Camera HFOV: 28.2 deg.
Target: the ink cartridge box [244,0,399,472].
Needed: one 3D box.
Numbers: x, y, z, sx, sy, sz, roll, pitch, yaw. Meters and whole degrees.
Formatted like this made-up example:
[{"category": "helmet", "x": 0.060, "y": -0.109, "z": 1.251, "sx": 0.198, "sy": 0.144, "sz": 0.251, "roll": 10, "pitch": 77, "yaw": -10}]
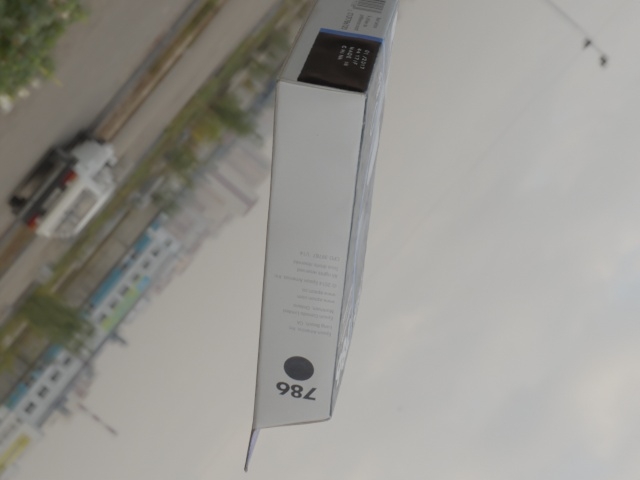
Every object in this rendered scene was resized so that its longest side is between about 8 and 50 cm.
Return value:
[{"category": "ink cartridge box", "x": 0.000, "y": 0.000, "z": 0.915, "sx": 0.165, "sy": 0.065, "sz": 0.333, "roll": -74, "pitch": 173, "yaw": -55}]
